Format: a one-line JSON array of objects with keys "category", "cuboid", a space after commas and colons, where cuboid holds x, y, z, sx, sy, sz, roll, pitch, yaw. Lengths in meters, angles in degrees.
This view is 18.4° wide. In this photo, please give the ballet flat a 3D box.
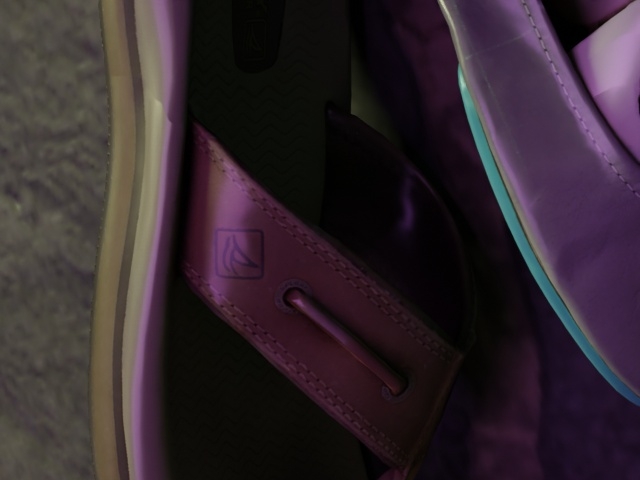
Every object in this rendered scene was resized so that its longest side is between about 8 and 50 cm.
[{"category": "ballet flat", "cuboid": [0.059, -0.064, 0.457, 0.068, 0.072, 0.213, -30, 81, 39]}]

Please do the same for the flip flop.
[{"category": "flip flop", "cuboid": [0.000, 0.000, 0.518, 0.080, 0.112, 0.277, 4, 99, 27]}]
